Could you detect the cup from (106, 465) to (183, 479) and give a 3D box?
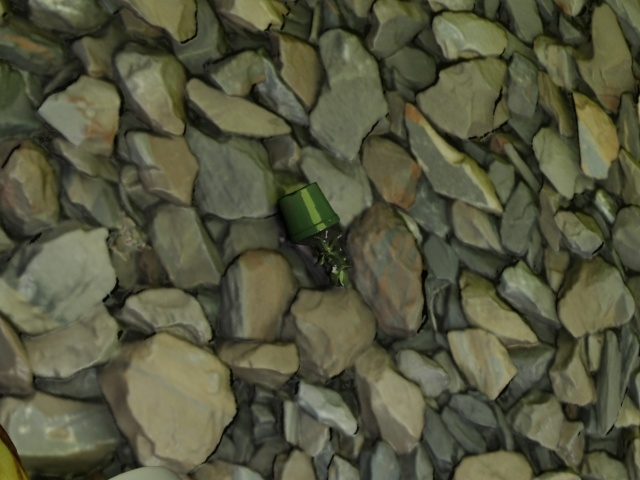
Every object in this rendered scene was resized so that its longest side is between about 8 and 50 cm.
[{"bbox_3d":[-0.094,0.301,1.031,0.185,0.241,0.226,-34,61,-17],"label":"cup"}]

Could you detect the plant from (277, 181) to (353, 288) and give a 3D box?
[{"bbox_3d":[0.000,0.000,1.313,0.051,0.051,0.102,-31,96,-40],"label":"plant"}]

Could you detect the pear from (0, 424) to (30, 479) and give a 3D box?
[{"bbox_3d":[-0.307,0.191,0.871,0.283,0.283,0.283,14,64,-31],"label":"pear"}]
